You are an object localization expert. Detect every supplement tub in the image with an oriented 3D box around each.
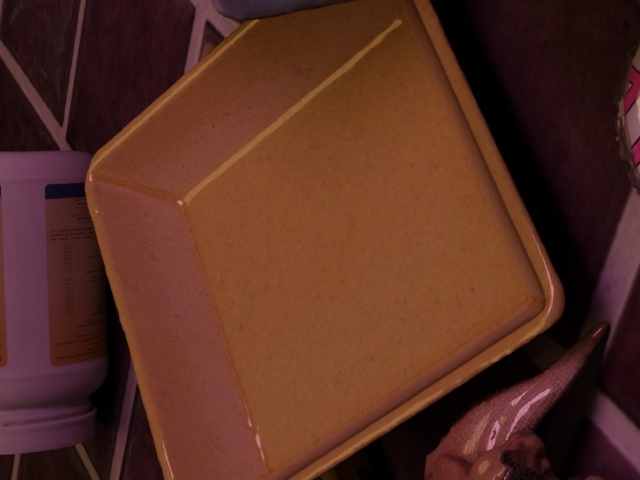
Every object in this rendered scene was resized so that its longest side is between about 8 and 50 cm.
[{"bbox_3d":[-0.347,0.062,1.570,0.228,0.228,0.316,4,96,61],"label":"supplement tub"}]

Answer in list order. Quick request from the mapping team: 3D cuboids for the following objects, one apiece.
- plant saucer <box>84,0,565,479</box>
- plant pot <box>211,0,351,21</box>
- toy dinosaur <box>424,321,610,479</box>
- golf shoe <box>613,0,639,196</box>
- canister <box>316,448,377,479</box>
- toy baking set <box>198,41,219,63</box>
[{"bbox_3d":[0.000,0.000,1.000,0.333,0.081,0.333,-37,57,28],"label":"plant saucer"},{"bbox_3d":[0.034,-0.284,0.685,0.252,0.247,0.248,-111,11,-57],"label":"plant pot"},{"bbox_3d":[0.104,0.194,0.886,0.200,0.127,0.296,180,93,-68],"label":"toy dinosaur"},{"bbox_3d":[0.198,-0.094,0.734,0.086,0.067,0.186,5,97,59],"label":"golf shoe"},{"bbox_3d":[-0.005,0.196,1.125,0.126,0.073,0.170,-58,46,47],"label":"canister"},{"bbox_3d":[-0.066,-0.064,1.156,0.196,0.030,0.256,15,84,48],"label":"toy baking set"}]
